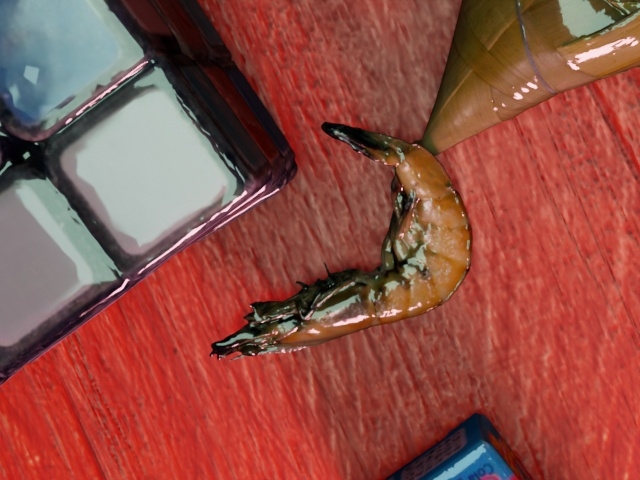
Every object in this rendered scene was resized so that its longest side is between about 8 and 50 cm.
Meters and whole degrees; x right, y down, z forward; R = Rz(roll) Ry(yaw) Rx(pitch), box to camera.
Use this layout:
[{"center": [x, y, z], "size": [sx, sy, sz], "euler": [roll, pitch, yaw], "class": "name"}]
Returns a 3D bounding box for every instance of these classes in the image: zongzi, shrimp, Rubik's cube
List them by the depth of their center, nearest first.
[{"center": [-0.260, -0.091, 0.998], "size": [0.362, 0.359, 0.363], "euler": [-32, 93, 7], "class": "Rubik's cube"}, {"center": [0.146, -0.213, 1.088], "size": [0.256, 0.115, 0.228], "euler": [-27, 80, 33], "class": "zongzi"}, {"center": [0.000, 0.000, 1.120], "size": [0.262, 0.051, 0.198], "euler": [-21, 107, 2], "class": "shrimp"}]

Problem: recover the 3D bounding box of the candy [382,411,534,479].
[{"center": [0.174, 0.326, 1.144], "size": [0.157, 0.100, 0.306], "euler": [-36, 94, 8], "class": "candy"}]
